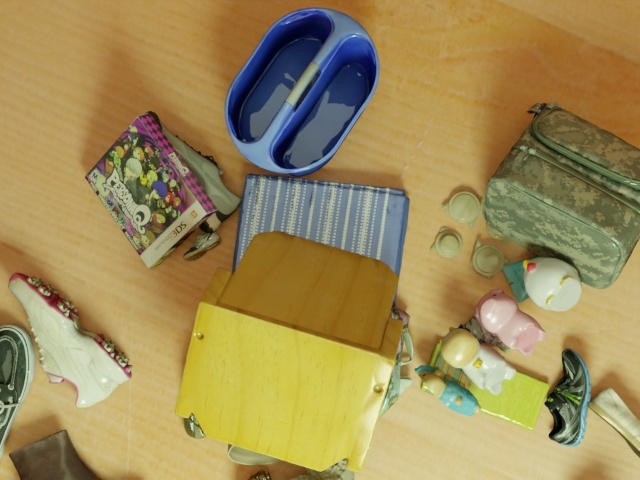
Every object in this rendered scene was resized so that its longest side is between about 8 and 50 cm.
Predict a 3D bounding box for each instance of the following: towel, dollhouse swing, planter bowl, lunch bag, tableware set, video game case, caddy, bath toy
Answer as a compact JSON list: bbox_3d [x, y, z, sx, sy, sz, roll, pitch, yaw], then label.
[{"bbox_3d":[0.000,0.000,1.871,0.336,0.040,0.243,7,86,3],"label":"towel"},{"bbox_3d":[-0.040,0.191,1.739,0.347,0.305,0.315,16,106,3],"label":"dollhouse swing"},{"bbox_3d":[-0.103,0.345,1.781,0.162,0.162,0.109,-13,58,-1],"label":"planter bowl"},{"bbox_3d":[0.487,-0.102,1.772,0.305,0.212,0.256,31,67,20],"label":"lunch bag"},{"bbox_3d":[0.310,-0.012,1.874,0.169,0.020,0.141,27,83,4],"label":"tableware set"},{"bbox_3d":[-0.332,-0.093,1.817,0.210,0.042,0.232,-39,84,35],"label":"video game case"},{"bbox_3d":[-0.035,-0.285,1.825,0.241,0.179,0.341,33,85,3],"label":"caddy"},{"bbox_3d":[0.322,0.287,1.844,0.237,0.021,0.102,20,90,1],"label":"towel"},{"bbox_3d":[0.335,0.160,1.768,0.348,0.129,0.151,-48,130,5],"label":"bath toy"}]

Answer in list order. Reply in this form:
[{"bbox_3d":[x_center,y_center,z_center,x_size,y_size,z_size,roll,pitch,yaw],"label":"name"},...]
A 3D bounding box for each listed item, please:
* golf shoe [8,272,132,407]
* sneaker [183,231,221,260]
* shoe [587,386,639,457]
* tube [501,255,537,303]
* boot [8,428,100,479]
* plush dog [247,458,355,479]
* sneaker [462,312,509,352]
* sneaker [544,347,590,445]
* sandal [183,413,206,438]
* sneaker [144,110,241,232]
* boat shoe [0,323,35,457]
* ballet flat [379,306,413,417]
[{"bbox_3d":[-0.510,0.194,1.812,0.306,0.115,0.140,44,89,5],"label":"golf shoe"},{"bbox_3d":[-0.241,0.009,1.872,0.083,0.032,0.037,-32,71,-8],"label":"sneaker"},{"bbox_3d":[0.612,0.371,1.802,0.219,0.076,0.058,43,86,3],"label":"shoe"},{"bbox_3d":[0.469,0.047,1.854,0.207,0.052,0.080,-23,69,1],"label":"tube"},{"bbox_3d":[-0.457,0.460,1.791,0.248,0.090,0.206,-19,86,2],"label":"boot"},{"bbox_3d":[-0.051,0.539,1.748,0.225,0.210,0.262,-17,83,24],"label":"plush dog"},{"bbox_3d":[0.319,0.196,1.845,0.069,0.038,0.098,-39,76,-1],"label":"sneaker"},{"bbox_3d":[0.475,0.303,1.815,0.078,0.067,0.188,5,87,-5],"label":"sneaker"},{"bbox_3d":[-0.228,0.297,1.833,0.072,0.049,0.180,11,99,7],"label":"sandal"},{"bbox_3d":[-0.263,-0.146,1.862,0.108,0.100,0.271,-35,87,-20],"label":"sneaker"},{"bbox_3d":[-0.641,0.310,1.801,0.113,0.105,0.306,21,85,2],"label":"boat shoe"},{"bbox_3d":[0.143,0.242,1.827,0.079,0.077,0.221,10,83,-23],"label":"ballet flat"}]
